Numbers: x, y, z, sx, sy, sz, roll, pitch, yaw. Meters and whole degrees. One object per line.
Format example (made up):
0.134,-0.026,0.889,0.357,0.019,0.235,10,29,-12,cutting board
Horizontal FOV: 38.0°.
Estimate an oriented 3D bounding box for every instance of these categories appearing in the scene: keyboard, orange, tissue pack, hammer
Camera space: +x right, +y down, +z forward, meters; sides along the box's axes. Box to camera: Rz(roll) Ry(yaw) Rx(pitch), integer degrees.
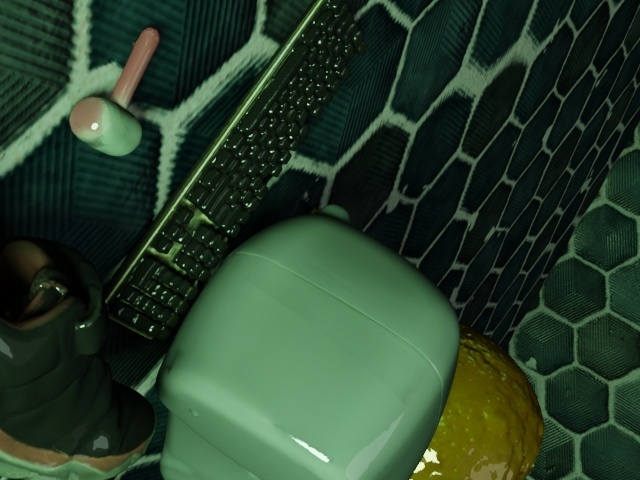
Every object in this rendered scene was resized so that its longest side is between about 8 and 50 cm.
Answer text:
-0.062,-0.059,0.753,0.317,0.027,0.106,-56,159,-7,keyboard
0.113,0.253,1.216,0.340,0.293,0.340,-50,175,-6,orange
-0.007,0.134,0.839,0.236,0.229,0.333,-53,167,-31,tissue pack
-0.120,-0.094,0.573,0.083,0.031,0.052,-64,163,-1,hammer

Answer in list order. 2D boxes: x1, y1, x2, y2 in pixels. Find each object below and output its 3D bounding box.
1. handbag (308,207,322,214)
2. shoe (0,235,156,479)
0.000,0.000,0.971,0.061,0.027,0.083,-58,158,3,handbag
-0.183,0.062,0.547,0.137,0.114,0.291,-61,156,-7,shoe
